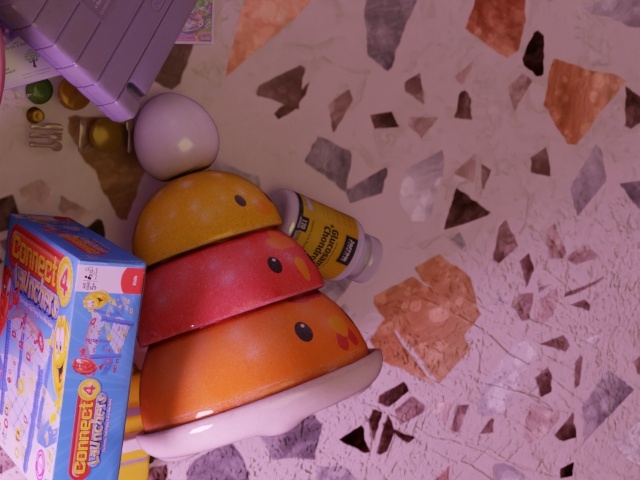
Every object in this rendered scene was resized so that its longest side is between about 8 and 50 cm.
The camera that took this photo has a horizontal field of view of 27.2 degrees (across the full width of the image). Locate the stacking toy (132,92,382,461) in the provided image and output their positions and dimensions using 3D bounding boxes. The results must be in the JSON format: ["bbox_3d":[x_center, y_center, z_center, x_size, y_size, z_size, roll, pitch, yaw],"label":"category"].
[{"bbox_3d":[-0.147,0.029,1.789,0.350,0.350,0.480,-19,89,-25],"label":"stacking toy"}]

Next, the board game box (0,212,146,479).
[{"bbox_3d":[-0.332,0.140,1.680,0.086,0.308,0.302,4,99,-29],"label":"board game box"}]

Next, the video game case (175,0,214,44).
[{"bbox_3d":[-0.187,-0.334,1.830,0.087,0.011,0.122,-3,103,-29],"label":"video game case"}]

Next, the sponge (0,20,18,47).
[{"bbox_3d":[-0.420,-0.344,1.607,0.117,0.031,0.210,-44,119,-15],"label":"sponge"}]

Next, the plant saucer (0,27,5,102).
[{"bbox_3d":[-0.527,-0.215,1.549,0.332,0.084,0.332,1,102,4],"label":"plant saucer"}]

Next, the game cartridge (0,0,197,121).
[{"bbox_3d":[-0.254,-0.360,1.691,0.230,0.068,0.355,41,60,-32],"label":"game cartridge"}]

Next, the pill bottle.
[{"bbox_3d":[0.000,0.000,1.960,0.184,0.103,0.103,23,89,-32],"label":"pill bottle"}]

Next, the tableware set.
[{"bbox_3d":[-0.324,-0.171,1.783,0.154,0.024,0.104,0,98,-29],"label":"tableware set"}]

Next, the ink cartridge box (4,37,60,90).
[{"bbox_3d":[-0.401,-0.364,1.669,0.165,0.065,0.333,-19,112,-25],"label":"ink cartridge box"}]

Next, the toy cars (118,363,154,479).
[{"bbox_3d":[-0.339,0.360,1.855,0.176,0.087,0.394,39,81,-30],"label":"toy cars"}]
